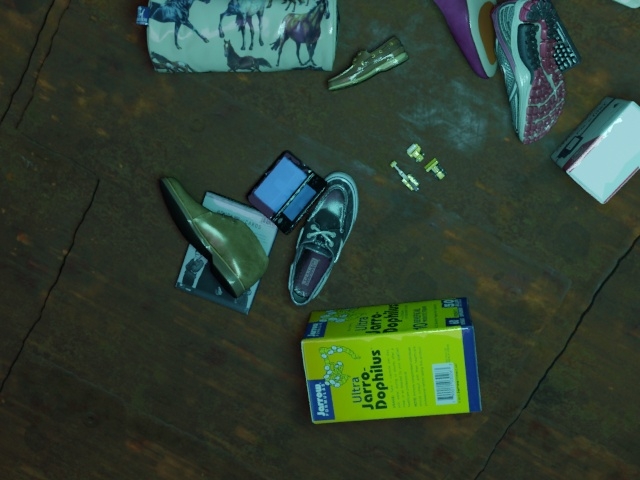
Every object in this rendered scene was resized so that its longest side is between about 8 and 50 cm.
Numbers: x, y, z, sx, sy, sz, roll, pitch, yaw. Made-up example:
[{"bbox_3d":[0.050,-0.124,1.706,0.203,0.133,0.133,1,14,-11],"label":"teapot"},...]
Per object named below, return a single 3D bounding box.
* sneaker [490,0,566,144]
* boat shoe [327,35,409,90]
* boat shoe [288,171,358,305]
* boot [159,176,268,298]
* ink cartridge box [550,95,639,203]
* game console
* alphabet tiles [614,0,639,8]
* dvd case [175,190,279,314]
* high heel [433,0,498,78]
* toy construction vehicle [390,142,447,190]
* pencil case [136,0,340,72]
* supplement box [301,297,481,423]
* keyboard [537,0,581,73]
[{"bbox_3d":[0.412,-0.336,1.592,0.120,0.112,0.299,-27,123,-26],"label":"sneaker"},{"bbox_3d":[0.092,-0.363,1.648,0.178,0.064,0.060,-25,95,5],"label":"boat shoe"},{"bbox_3d":[0.000,0.000,1.724,0.108,0.102,0.301,23,105,0],"label":"boat shoe"},{"bbox_3d":[-0.233,-0.027,1.734,0.115,0.112,0.305,-38,92,-17],"label":"boot"},{"bbox_3d":[0.553,-0.181,1.550,0.100,0.237,0.172,41,105,-2],"label":"ink cartridge box"},{"bbox_3d":[-0.071,-0.103,1.704,0.085,0.124,0.144,39,92,-30],"label":"game console"},{"bbox_3d":[0.687,-0.580,1.547,0.277,0.021,0.284,24,106,0],"label":"alphabet tiles"},{"bbox_3d":[-0.207,0.028,1.792,0.179,0.029,0.239,21,105,1],"label":"dvd case"},{"bbox_3d":[0.238,-0.496,1.600,0.181,0.127,0.377,-2,115,42],"label":"high heel"},{"bbox_3d":[0.209,-0.150,1.699,0.086,0.035,0.098,-39,97,14],"label":"toy construction vehicle"},{"bbox_3d":[-0.152,-0.431,1.605,0.410,0.160,0.184,1,119,6],"label":"pencil case"},{"bbox_3d":[0.154,0.256,1.723,0.356,0.194,0.195,-6,103,8],"label":"supplement box"},{"bbox_3d":[0.441,-0.413,1.615,0.108,0.023,0.180,-30,98,13],"label":"keyboard"}]
